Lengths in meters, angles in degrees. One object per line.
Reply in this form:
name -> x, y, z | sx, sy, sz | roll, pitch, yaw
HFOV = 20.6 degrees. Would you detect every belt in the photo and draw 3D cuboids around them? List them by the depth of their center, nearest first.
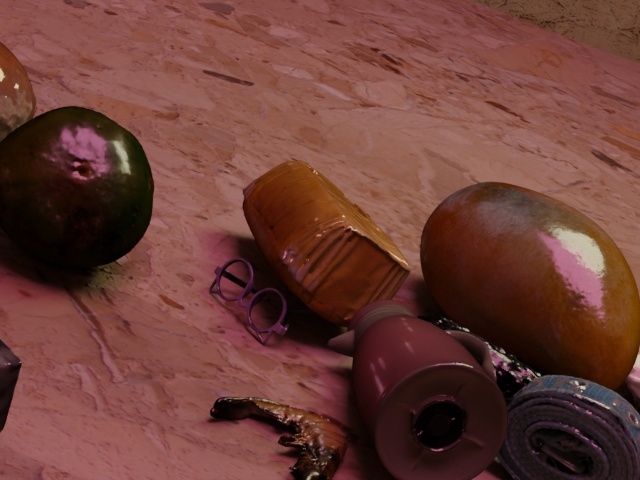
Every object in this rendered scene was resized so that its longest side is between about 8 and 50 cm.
belt -> 0.279, 0.221, 1.931 | 0.163, 0.147, 0.082 | 53, 24, 3

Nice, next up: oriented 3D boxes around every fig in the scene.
fig -> -0.282, -0.050, 2.053 | 0.195, 0.195, 0.245 | 25, -12, 10

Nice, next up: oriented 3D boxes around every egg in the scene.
egg -> -0.457, -0.175, 2.122 | 0.233, 0.195, 0.195 | -1, 31, -33

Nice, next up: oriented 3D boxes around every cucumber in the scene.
cucumber -> 0.222, 0.174, 2.065 | 0.303, 0.072, 0.081 | 34, 11, 28

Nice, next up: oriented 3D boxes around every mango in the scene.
mango -> 0.266, 0.053, 2.207 | 0.221, 0.199, 0.384 | -10, 37, -23

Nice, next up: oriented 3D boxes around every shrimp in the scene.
shrimp -> -0.048, 0.205, 1.813 | 0.148, 0.035, 0.195 | 24, 16, 2

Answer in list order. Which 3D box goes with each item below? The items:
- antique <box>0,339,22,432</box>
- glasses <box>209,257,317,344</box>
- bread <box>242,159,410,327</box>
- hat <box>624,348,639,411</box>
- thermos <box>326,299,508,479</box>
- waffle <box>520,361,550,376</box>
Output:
antique -> -0.382, 0.134, 1.626 | 0.183, 0.088, 0.086 | -3, 31, -44
glasses -> -0.057, 0.080, 2.103 | 0.140, 0.062, 0.104 | 40, 8, 38
bread -> 0.000, 0.000, 2.163 | 0.152, 0.119, 0.288 | 39, 6, -26
hat -> 0.502, 0.175, 2.204 | 0.275, 0.161, 0.232 | 18, 18, 6
thermos -> 0.112, 0.151, 1.943 | 0.176, 0.146, 0.265 | -1, 19, -11
waffle -> 0.260, 0.173, 2.177 | 0.078, 0.016, 0.085 | 34, 27, 21
